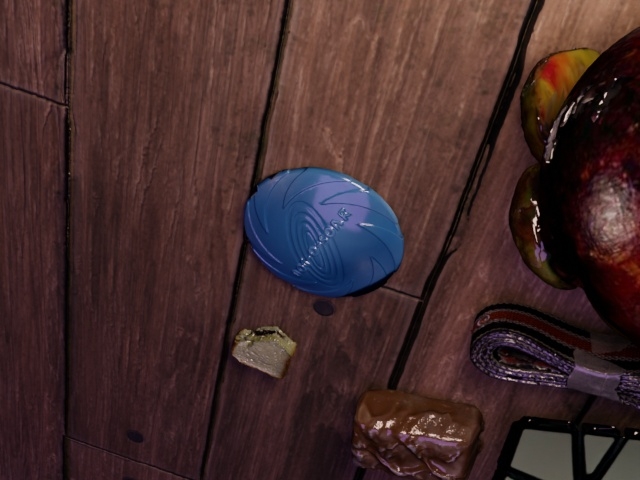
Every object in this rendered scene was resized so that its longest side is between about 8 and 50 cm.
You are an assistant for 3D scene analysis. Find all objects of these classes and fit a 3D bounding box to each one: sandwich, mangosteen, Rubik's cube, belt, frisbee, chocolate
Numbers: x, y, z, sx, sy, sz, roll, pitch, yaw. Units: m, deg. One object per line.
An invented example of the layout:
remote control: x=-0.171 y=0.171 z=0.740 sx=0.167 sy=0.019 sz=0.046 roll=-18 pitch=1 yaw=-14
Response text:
sandwich: x=-0.094 y=0.176 z=1.637 sx=0.105 sy=0.036 sz=0.093 roll=20 pitch=134 yaw=4
mangosteen: x=0.399 y=-0.063 z=1.051 sx=0.381 sy=0.421 sz=0.381 roll=-5 pitch=108 yaw=-17
Rubik's cube: x=0.413 y=0.471 z=1.515 sx=0.288 sy=0.293 sz=0.283 roll=2 pitch=129 yaw=34
belt: x=0.390 y=0.172 z=1.417 sx=0.359 sy=0.094 sz=0.126 roll=11 pitch=134 yaw=12
frisbee: x=0.000 y=0.000 z=1.445 sx=0.242 sy=0.045 sz=0.242 roll=11 pitch=134 yaw=12
chocolate: x=0.159 y=0.331 z=1.643 sx=0.214 sy=0.093 sz=0.148 roll=10 pitch=134 yaw=11
